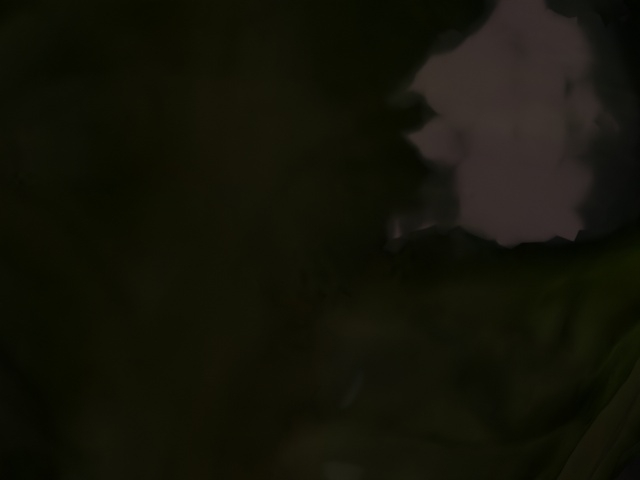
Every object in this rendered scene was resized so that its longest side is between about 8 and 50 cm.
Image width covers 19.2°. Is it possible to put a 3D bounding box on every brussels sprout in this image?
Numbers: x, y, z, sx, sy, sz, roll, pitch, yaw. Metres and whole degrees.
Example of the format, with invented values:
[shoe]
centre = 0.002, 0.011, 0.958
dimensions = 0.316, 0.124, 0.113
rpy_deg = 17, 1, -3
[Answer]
[brussels sprout]
centre = 0.000, 0.000, 0.503
dimensions = 0.219, 0.210, 0.271
rpy_deg = 18, 88, -59
